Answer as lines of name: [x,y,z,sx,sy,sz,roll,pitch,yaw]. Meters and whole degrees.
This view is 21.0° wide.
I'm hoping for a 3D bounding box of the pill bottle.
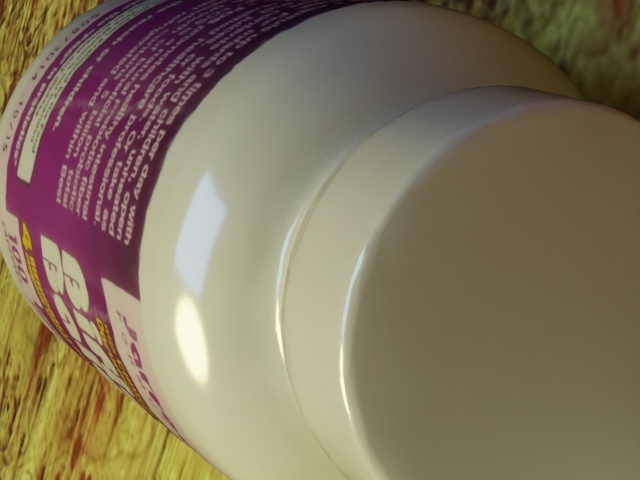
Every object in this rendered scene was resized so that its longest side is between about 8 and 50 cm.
pill bottle: [0.000,0.000,0.591,0.301,0.169,0.169,22,102,64]
